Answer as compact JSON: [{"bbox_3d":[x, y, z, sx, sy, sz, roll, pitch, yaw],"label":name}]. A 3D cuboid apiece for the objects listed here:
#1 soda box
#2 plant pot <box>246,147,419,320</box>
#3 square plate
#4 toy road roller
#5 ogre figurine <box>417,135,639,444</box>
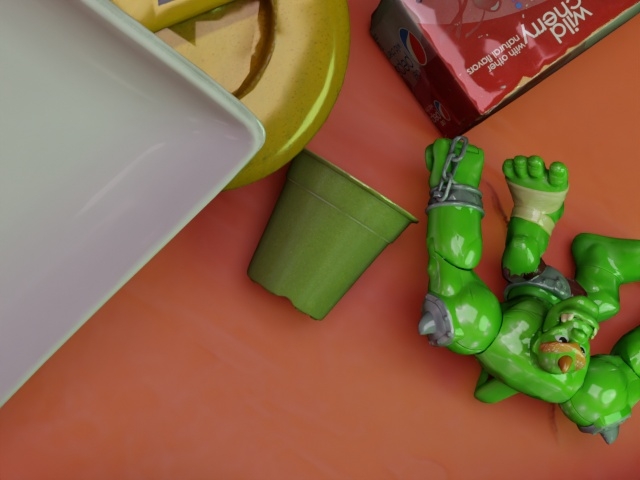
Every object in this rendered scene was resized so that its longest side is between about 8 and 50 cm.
[{"bbox_3d":[0.159,-0.170,1.139,0.263,0.083,0.092,-35,89,-12],"label":"soda box"},{"bbox_3d":[0.000,0.000,1.096,0.083,0.083,0.079,31,91,-5],"label":"plant pot"},{"bbox_3d":[-0.264,-0.042,0.941,0.344,0.049,0.347,38,108,-24],"label":"square plate"},{"bbox_3d":[-0.026,-0.169,1.052,0.330,0.202,0.240,-22,99,-7],"label":"toy road roller"},{"bbox_3d":[0.132,0.035,1.105,0.197,0.097,0.118,40,61,-35],"label":"ogre figurine"}]
